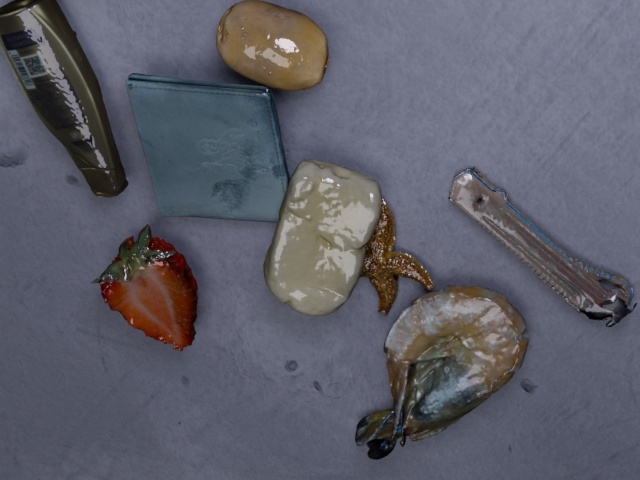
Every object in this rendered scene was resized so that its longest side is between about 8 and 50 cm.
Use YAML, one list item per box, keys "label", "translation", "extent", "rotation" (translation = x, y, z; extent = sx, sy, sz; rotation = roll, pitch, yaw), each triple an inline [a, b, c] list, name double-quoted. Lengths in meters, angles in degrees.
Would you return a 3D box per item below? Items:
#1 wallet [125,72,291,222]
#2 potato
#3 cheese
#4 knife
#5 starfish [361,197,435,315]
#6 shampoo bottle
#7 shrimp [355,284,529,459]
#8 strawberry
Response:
- label: "wallet"
  translation: [-0.172, -0.144, 1.706]
  extent: [0.251, 0.054, 0.290]
  rotation: [6, 134, 14]
- label: "potato"
  translation: [-0.072, -0.293, 1.565]
  extent: [0.178, 0.109, 0.118]
  rotation: [22, 119, -1]
- label: "cheese"
  translation: [0.000, -0.001, 1.711]
  extent: [0.159, 0.093, 0.262]
  rotation: [17, 114, -4]
- label: "knife"
  translation: [0.354, 0.009, 1.686]
  extent: [0.365, 0.043, 0.089]
  rotation: [38, 92, -7]
- label: "starfish"
  translation: [0.085, 0.027, 1.777]
  extent: [0.227, 0.043, 0.240]
  rotation: [6, 119, 10]
- label: "shampoo bottle"
  translation: [-0.418, -0.231, 1.728]
  extent: [0.126, 0.084, 0.350]
  rotation: [-10, 120, 25]
- label: "shrimp"
  translation: [0.189, 0.243, 1.852]
  extent: [0.221, 0.110, 0.445]
  rotation: [32, 124, -5]
- label: "strawberry"
  translation: [-0.285, 0.086, 1.898]
  extent: [0.174, 0.098, 0.228]
  rotation: [-36, 120, 16]
